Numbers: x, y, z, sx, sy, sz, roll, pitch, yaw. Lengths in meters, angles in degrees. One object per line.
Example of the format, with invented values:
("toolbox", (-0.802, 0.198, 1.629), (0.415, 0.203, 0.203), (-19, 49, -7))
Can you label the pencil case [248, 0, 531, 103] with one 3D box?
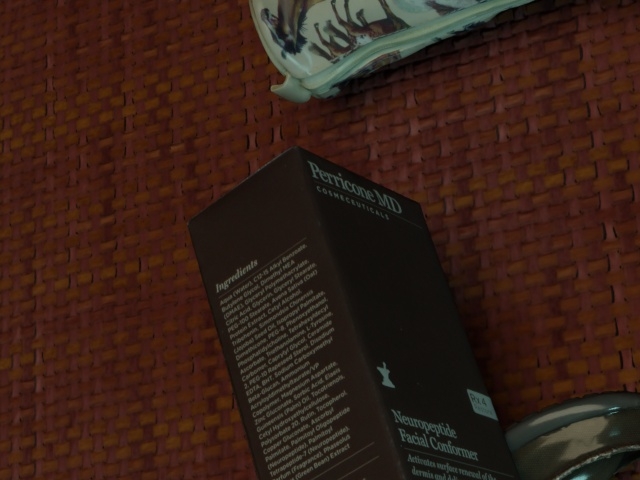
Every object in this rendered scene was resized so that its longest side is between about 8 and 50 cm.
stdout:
("pencil case", (0.129, -0.271, 1.537), (0.410, 0.160, 0.183), (-20, 50, 21))

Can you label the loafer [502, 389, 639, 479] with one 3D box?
("loafer", (0.162, 0.263, 1.372), (0.366, 0.134, 0.130), (-41, 63, 22))

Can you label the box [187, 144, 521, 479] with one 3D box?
("box", (0.039, 0.130, 1.292), (0.143, 0.191, 0.381), (-36, 57, 25))
